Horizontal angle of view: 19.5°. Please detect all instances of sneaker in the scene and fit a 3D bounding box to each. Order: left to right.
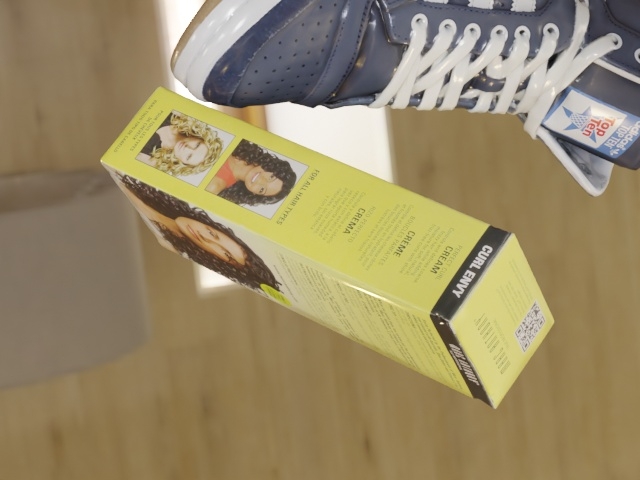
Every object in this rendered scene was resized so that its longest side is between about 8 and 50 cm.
[{"bbox_3d":[0.073,-0.084,0.868,0.282,0.153,0.099,-24,161,-41],"label":"sneaker"}]

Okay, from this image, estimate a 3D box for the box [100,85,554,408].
[{"bbox_3d":[0.000,0.000,0.938,0.232,0.087,0.058,23,-111,35],"label":"box"}]
